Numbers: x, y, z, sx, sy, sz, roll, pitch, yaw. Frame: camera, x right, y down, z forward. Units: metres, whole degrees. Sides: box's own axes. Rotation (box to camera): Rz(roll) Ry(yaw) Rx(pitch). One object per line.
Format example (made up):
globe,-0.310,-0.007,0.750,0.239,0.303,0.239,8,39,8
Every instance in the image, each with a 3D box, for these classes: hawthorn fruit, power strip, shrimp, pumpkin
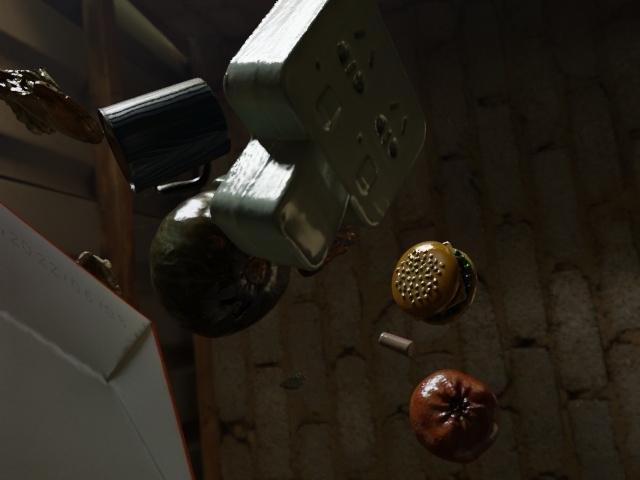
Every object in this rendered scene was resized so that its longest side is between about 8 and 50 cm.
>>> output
hawthorn fruit,0.270,0.358,1.167,0.200,0.179,0.179,67,-161,-64
power strip,-0.017,-0.102,0.606,0.261,0.141,0.229,-60,-43,-22
shrimp,-0.432,-0.235,0.872,0.066,0.262,0.117,-57,-4,-28
pumpkin,-0.289,0.067,1.734,0.454,0.344,0.455,-20,-64,-49

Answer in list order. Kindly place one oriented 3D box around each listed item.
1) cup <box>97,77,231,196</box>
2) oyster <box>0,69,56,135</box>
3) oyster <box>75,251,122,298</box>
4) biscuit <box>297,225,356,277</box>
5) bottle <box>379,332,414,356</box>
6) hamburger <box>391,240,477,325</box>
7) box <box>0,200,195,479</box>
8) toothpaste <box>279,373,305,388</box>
cup,-0.203,-0.134,0.771,0.113,0.138,0.150,60,160,12
oyster,-0.734,-0.345,1.419,0.209,0.132,0.072,62,-152,-10
oyster,-0.479,0.194,1.132,0.271,0.100,0.275,-37,-70,-27
biscuit,0.000,0.000,1.518,0.043,0.183,0.280,-99,28,-51
bottle,0.212,0.290,1.620,0.045,0.096,0.045,-26,-57,-48
hamburger,0.214,0.078,1.093,0.115,0.162,0.162,25,-126,-42
box,-0.296,0.141,0.403,0.349,0.257,0.318,53,179,-42
toothpaste,-0.075,0.407,1.648,0.233,0.060,0.038,119,161,-69
